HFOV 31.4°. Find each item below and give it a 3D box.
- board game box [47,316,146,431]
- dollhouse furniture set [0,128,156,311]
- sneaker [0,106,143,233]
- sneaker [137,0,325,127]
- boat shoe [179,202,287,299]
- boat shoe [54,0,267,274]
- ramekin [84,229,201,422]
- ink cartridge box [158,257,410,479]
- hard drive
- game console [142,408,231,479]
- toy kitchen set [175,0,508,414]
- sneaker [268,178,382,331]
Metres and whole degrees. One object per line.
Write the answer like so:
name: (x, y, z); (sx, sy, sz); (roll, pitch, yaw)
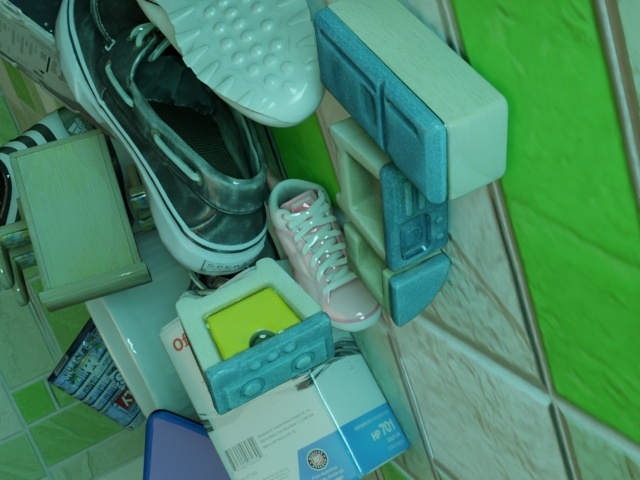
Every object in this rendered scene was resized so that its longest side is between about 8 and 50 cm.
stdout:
board game box: (-0.255, 0.175, 1.641); (0.194, 0.194, 0.060); (36, 174, -22)
dollhouse furniture set: (-0.246, 0.009, 1.238); (0.242, 0.212, 0.161); (94, 158, -72)
sneaker: (-0.361, -0.042, 1.523); (0.169, 0.258, 0.447); (59, 163, 16)
sneaker: (-0.056, -0.141, 0.779); (0.235, 0.090, 0.095); (51, 176, 41)
boat shoe: (-0.077, 0.062, 1.080); (0.116, 0.099, 0.319); (46, 155, 52)
boat shoe: (-0.121, -0.128, 0.952); (0.335, 0.121, 0.119); (56, 140, 29)
ramekin: (-0.201, 0.113, 1.468); (0.277, 0.135, 0.277); (54, 162, 26)
ink cartridge box: (-0.034, 0.127, 0.971); (0.140, 0.082, 0.190); (-34, 78, 37)
hard drive: (-0.314, -0.237, 1.169); (0.339, 0.064, 0.237); (37, 168, -10)
game console: (-0.062, 0.343, 1.361); (0.293, 0.173, 0.250); (16, 168, 30)
toy kitchen set: (0.000, 0.000, 0.629); (0.122, 0.166, 0.207); (51, 159, 40)
sneaker: (-0.002, 0.006, 0.848); (0.134, 0.051, 0.070); (56, 167, 41)
